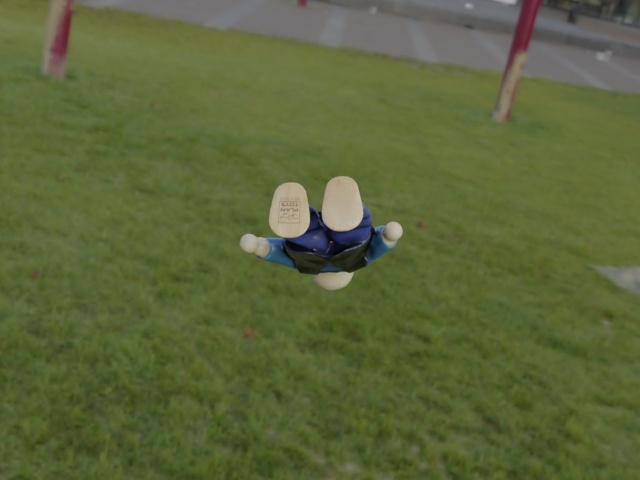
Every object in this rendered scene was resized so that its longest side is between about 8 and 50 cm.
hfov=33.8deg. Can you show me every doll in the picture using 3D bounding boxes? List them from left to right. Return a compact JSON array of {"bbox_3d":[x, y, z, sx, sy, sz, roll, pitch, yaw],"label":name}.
[{"bbox_3d":[0.000,0.000,0.822,0.129,0.046,0.189,-6,-16,5],"label":"doll"}]
